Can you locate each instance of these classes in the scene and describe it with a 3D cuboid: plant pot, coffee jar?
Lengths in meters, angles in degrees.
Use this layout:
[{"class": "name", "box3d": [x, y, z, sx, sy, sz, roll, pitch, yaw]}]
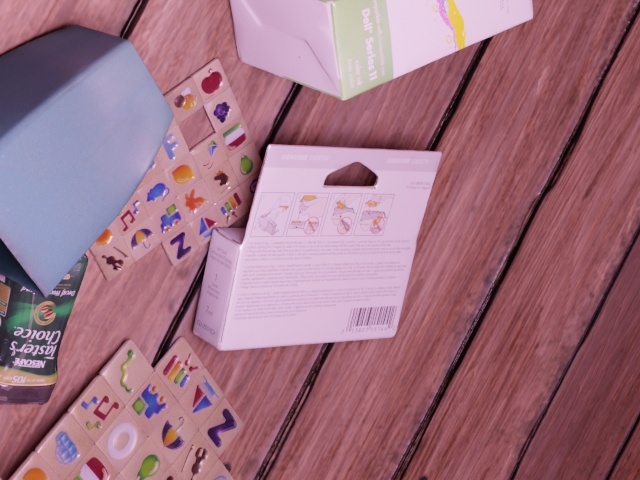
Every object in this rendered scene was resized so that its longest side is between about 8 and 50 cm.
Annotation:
[{"class": "plant pot", "box3d": [-0.277, -0.100, 1.410, 0.234, 0.165, 0.166, -47, 132, -21]}, {"class": "coffee jar", "box3d": [-0.318, 0.089, 1.511, 0.096, 0.079, 0.184, 5, 107, -44]}]

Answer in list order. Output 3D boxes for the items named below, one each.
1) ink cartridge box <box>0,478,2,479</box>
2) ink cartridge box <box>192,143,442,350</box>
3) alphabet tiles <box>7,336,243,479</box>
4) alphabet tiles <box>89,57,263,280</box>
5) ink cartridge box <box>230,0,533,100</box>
[{"class": "ink cartridge box", "box3d": [-0.401, 0.216, 1.411, 0.097, 0.207, 0.046, 21, 96, -44]}, {"class": "ink cartridge box", "box3d": [0.000, 0.000, 1.740, 0.296, 0.066, 0.261, 0, 111, -42]}, {"class": "alphabet tiles", "box3d": [-0.229, 0.294, 1.671, 0.342, 0.011, 0.285, -52, 131, -27]}, {"class": "alphabet tiles", "box3d": [-0.174, -0.065, 1.610, 0.237, 0.009, 0.198, -38, 130, -20]}, {"class": "ink cartridge box", "box3d": [0.096, -0.290, 1.596, 0.353, 0.207, 0.119, -26, 123, -28]}]
